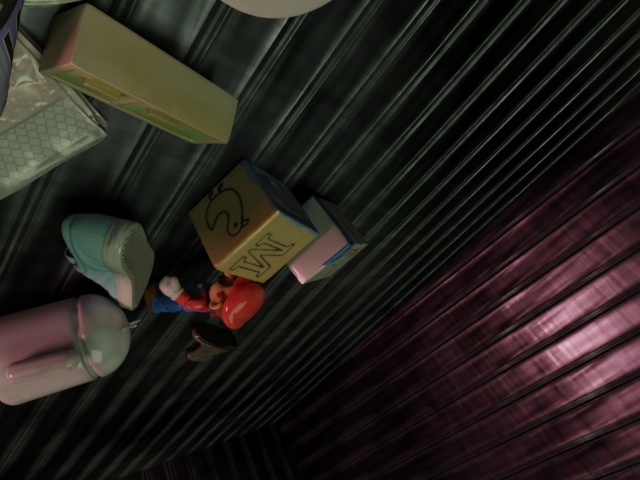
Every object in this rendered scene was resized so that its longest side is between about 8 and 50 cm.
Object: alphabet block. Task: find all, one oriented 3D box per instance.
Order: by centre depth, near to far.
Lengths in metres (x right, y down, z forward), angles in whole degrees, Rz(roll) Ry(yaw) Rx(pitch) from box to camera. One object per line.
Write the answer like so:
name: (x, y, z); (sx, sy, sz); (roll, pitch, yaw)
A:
alphabet block: (-0.158, -0.040, 1.004); (0.197, 0.192, 0.193); (-42, 148, 12)

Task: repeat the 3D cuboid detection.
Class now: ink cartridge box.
ink cartridge box: (0.000, 0.000, 1.177); (0.171, 0.168, 0.233); (-40, 169, 14)

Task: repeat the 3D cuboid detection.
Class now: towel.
towel: (-0.531, -0.175, 0.580); (0.332, 0.053, 0.317); (-33, 150, -3)

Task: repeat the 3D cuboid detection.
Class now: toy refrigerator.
toy refrigerator: (-0.268, -0.237, 0.657); (0.269, 0.102, 0.094); (19, 82, -55)

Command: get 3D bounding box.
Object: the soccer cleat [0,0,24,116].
soccer cleat: (-0.417, -0.223, 0.491); (0.318, 0.109, 0.116); (-55, -173, 14)

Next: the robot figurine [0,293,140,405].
robot figurine: (-0.603, 0.242, 0.957); (0.353, 0.300, 0.199); (-15, 103, -19)

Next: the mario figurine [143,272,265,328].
mario figurine: (-0.290, 0.123, 1.088); (0.321, 0.198, 0.170); (-2, 118, 21)

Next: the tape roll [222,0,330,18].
tape roll: (-0.058, -0.376, 0.401); (0.246, 0.169, 0.246); (-25, 153, -13)

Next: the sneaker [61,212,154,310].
sneaker: (-0.468, 0.041, 0.925); (0.150, 0.135, 0.366); (19, 146, -6)

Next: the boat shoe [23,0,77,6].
boat shoe: (-0.259, -0.364, 0.511); (0.302, 0.103, 0.113); (-29, 150, -8)

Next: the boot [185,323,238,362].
boot: (-0.419, 0.385, 1.491); (0.161, 0.083, 0.246); (-31, 149, 7)
